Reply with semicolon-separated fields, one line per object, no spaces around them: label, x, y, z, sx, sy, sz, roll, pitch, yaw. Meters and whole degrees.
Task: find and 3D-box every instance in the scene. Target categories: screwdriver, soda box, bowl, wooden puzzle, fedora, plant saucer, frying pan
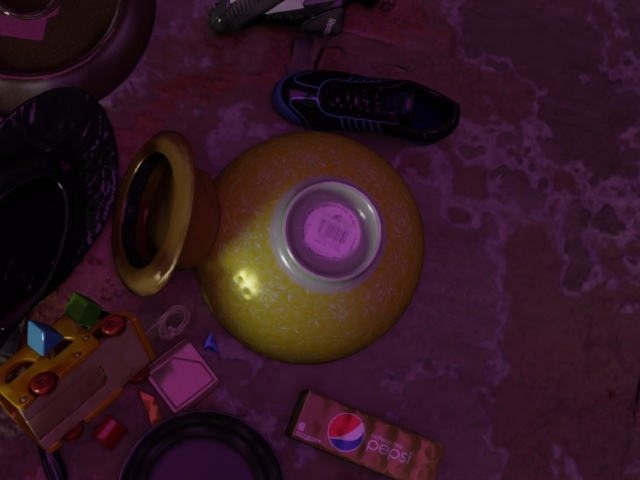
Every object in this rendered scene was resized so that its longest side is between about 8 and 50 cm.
screwdriver;-0.291;0.312;1.340;0.025;0.024;0.170;-15;92;17
soda box;0.053;0.240;1.394;0.181;0.058;0.061;23;78;-8
bowl;0.000;0.000;1.367;0.289;0.156;0.290;1;83;-11
wooden puzzle;-0.166;0.164;1.385;0.116;0.014;0.079;-30;93;-13
fedora;-0.171;-0.027;1.347;0.079;0.194;0.194;12;79;-37
plant saucer;-0.352;-0.301;1.394;0.310;0.050;0.311;2;81;-10
frying pan;-0.092;0.341;1.356;0.326;0.053;0.197;45;77;-4

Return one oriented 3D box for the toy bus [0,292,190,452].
toy bus;-0.277;0.136;1.318;0.202;0.104;0.191;7;108;-51

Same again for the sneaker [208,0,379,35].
sneaker;-0.021;-0.294;1.442;0.234;0.078;0.106;-26;86;-15

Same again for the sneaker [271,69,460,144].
sneaker;0.059;-0.171;1.434;0.232;0.090;0.081;8;81;-10

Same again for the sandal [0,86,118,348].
sandal;-0.348;0.020;1.289;0.167;0.107;0.446;39;67;-26
